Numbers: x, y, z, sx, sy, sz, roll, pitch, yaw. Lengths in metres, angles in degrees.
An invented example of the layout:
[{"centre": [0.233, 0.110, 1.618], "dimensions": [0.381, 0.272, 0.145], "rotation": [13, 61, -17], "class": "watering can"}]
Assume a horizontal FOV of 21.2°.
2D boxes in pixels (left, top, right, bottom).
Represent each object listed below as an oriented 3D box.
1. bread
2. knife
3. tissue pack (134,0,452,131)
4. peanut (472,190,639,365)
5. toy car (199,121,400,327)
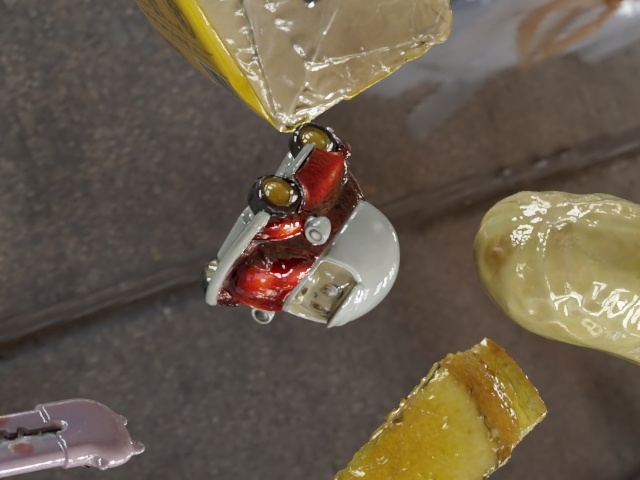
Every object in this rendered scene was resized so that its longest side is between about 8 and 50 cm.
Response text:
[{"centre": [0.040, 0.135, 0.904], "dimensions": [0.065, 0.187, 0.103], "rotation": [46, 9, 10], "class": "bread"}, {"centre": [-0.346, 0.190, 1.527], "dimensions": [0.398, 0.038, 0.132], "rotation": [-5, 42, -36], "class": "knife"}, {"centre": [-0.078, -0.302, 1.624], "dimensions": [0.293, 0.228, 0.382], "rotation": [56, -7, -26], "class": "tissue pack"}, {"centre": [0.284, 0.043, 1.523], "dimensions": [0.319, 0.147, 0.147], "rotation": [20, 53, -21], "class": "peanut"}, {"centre": [0.000, 0.000, 1.119], "dimensions": [0.112, 0.112, 0.139], "rotation": [33, 46, 0], "class": "toy car"}]
